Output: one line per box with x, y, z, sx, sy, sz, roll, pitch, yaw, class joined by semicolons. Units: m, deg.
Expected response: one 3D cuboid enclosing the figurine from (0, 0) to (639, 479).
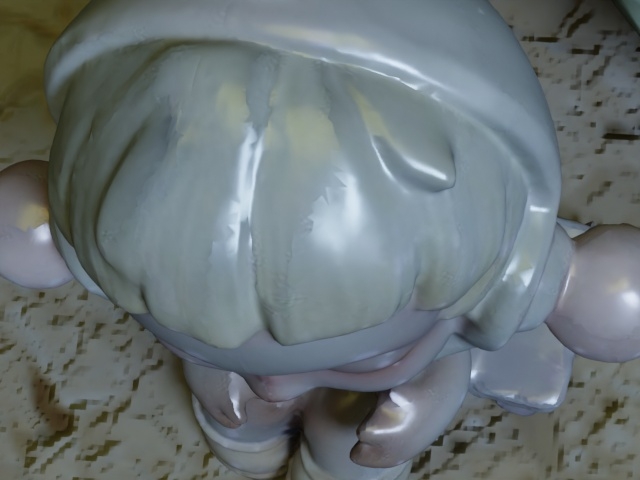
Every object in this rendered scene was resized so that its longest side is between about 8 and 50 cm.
0.009;-0.007;0.488;0.182;0.256;0.144;35;79;14;figurine

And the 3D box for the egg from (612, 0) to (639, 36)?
0.186;-0.202;0.510;0.278;0.278;0.336;0;75;5;egg
